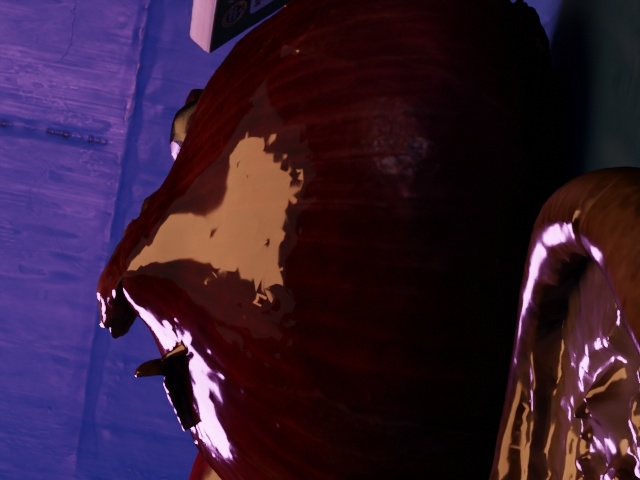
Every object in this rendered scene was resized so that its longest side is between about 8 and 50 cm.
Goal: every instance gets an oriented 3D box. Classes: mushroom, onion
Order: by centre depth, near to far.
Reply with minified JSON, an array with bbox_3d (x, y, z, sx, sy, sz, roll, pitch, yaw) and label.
[{"bbox_3d":[0.060,0.046,0.359,0.123,0.052,0.123,-173,90,-81],"label":"mushroom"},{"bbox_3d":[0.011,-0.002,0.763,0.248,0.161,0.248,-54,20,29],"label":"onion"}]

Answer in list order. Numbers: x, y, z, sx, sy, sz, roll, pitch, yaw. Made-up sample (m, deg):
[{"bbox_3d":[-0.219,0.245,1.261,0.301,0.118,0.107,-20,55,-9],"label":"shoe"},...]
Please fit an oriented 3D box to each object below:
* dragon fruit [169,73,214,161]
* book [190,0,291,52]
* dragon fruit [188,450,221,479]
[{"bbox_3d":[-0.010,-0.050,1.265,0.188,0.182,0.182,110,171,-69],"label":"dragon fruit"},{"bbox_3d":[0.011,-0.275,1.548,0.264,0.027,0.202,-35,-21,-25],"label":"book"},{"bbox_3d":[-0.004,0.128,1.168,0.125,0.125,0.246,-26,-31,-58],"label":"dragon fruit"}]
